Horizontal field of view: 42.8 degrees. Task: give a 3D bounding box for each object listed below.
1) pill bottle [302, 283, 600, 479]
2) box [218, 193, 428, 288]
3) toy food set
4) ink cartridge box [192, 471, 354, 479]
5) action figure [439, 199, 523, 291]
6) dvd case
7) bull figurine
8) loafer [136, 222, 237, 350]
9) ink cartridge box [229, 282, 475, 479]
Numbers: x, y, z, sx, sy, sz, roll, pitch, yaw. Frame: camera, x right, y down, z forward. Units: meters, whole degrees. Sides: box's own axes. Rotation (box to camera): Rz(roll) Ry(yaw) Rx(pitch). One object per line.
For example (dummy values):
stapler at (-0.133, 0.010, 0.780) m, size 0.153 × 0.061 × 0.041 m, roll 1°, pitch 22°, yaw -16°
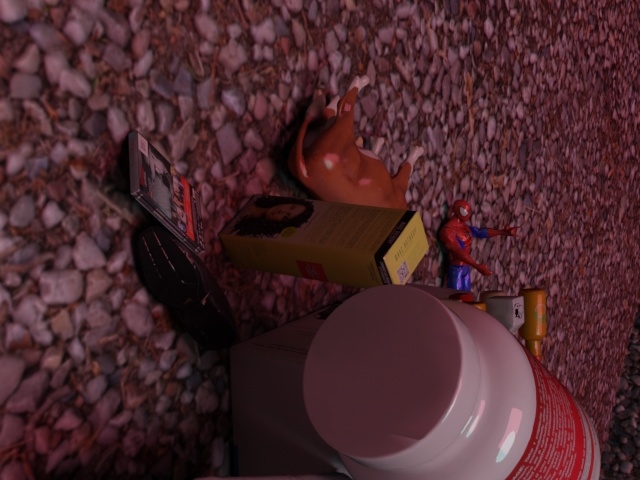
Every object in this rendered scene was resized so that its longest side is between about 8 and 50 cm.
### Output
pill bottle at (0.156, 0.205, 0.922) m, size 0.407 × 0.229 × 0.229 m, roll 40°, pitch 64°, yaw -49°
box at (0.000, 0.000, 0.938) m, size 0.087 × 0.232 × 0.058 m, roll -52°, pitch 136°, yaw -38°
toy food set at (0.228, 0.127, 1.117) m, size 0.232 × 0.111 × 0.105 m, roll -4°, pitch 92°, yaw -57°
ink cartridge box at (-0.139, 0.392, 0.814) m, size 0.385 × 0.091 × 0.308 m, roll -46°, pitch 153°, yaw 8°
action figure at (0.282, 0.065, 1.462) m, size 0.091 × 0.139 × 0.280 m, roll -25°, pitch 115°, yaw -53°
dvd case at (-0.159, -0.049, 0.850) m, size 0.119 × 0.013 × 0.087 m, roll 51°, pitch 20°, yaw -49°
bull figurine at (0.060, -0.082, 1.132) m, size 0.310 × 0.101 × 0.188 m, roll 45°, pitch 56°, yaw -53°
loafer at (-0.149, 0.045, 0.900) m, size 0.061 × 0.062 × 0.170 m, roll -101°, pitch 168°, yaw -58°
ink cartridge box at (0.065, 0.240, 1.142) m, size 0.395 × 0.166 × 0.286 m, roll -16°, pitch 109°, yaw -53°
